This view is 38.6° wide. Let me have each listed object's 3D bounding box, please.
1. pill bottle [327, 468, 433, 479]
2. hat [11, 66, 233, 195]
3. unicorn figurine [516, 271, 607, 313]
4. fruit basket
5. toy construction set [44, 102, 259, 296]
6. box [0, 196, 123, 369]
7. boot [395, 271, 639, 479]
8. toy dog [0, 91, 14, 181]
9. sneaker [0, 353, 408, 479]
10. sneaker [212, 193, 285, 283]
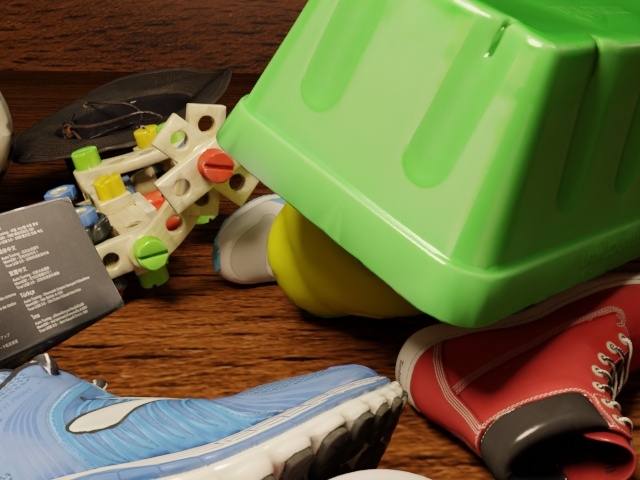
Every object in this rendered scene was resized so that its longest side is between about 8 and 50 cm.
[{"bbox_3d":[0.024,0.175,0.320,0.108,0.108,0.193,1,17,2],"label":"pill bottle"},{"bbox_3d":[-0.255,-0.131,1.275,0.332,0.133,0.331,-14,25,7],"label":"hat"},{"bbox_3d":[0.209,0.039,0.886,0.162,0.060,0.111,13,13,-17],"label":"unicorn figurine"},{"bbox_3d":[0.101,-0.037,0.725,0.392,0.392,0.283,-16,45,-44],"label":"fruit basket"},{"bbox_3d":[-0.166,-0.042,0.928,0.215,0.151,0.328,-23,9,-18],"label":"toy construction set"},{"bbox_3d":[-0.285,0.089,0.445,0.242,0.076,0.307,-29,-1,34],"label":"box"},{"bbox_3d":[0.198,0.099,0.628,0.244,0.088,0.176,-14,21,-19],"label":"boot"},{"bbox_3d":[-0.536,-0.098,1.006,0.408,0.284,0.395,-13,4,-42],"label":"toy dog"},{"bbox_3d":[-0.091,0.105,0.435,0.330,0.129,0.147,-8,39,-45],"label":"sneaker"},{"bbox_3d":[0.000,0.000,0.938,0.229,0.087,0.092,-11,23,-28],"label":"sneaker"}]
